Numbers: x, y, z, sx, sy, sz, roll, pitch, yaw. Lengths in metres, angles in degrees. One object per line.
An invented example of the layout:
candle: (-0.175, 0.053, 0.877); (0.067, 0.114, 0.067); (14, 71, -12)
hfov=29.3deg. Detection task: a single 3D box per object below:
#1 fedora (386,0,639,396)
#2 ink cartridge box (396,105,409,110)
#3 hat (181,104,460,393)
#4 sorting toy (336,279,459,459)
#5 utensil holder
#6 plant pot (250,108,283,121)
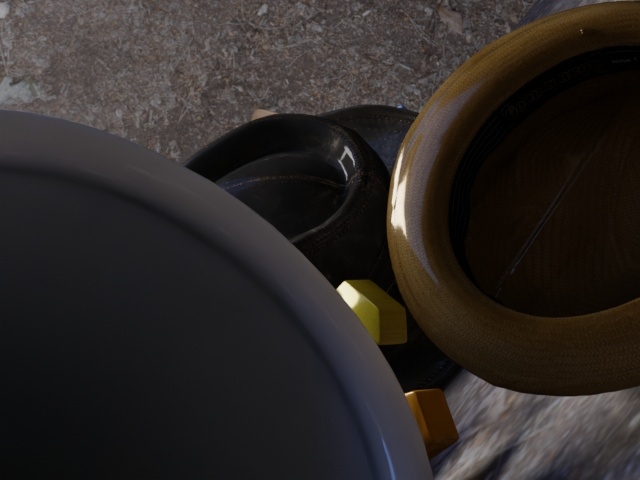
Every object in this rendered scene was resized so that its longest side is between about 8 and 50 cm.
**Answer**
fedora: (0.125, -0.012, 0.536); (0.194, 0.194, 0.079); (-49, -34, -8)
ink cartridge box: (0.096, -0.046, 1.141); (0.086, 0.148, 0.203); (-50, 3, 4)
hat: (-0.039, -0.001, 0.894); (0.331, 0.331, 0.134); (-49, -40, -7)
sorting toy: (-0.042, 0.114, 0.744); (0.041, 0.229, 0.307); (-1, -30, -34)
utensil holder: (-0.181, 0.181, 0.606); (0.385, 0.327, 0.327); (-50, 2, 40)
plant pot: (0.000, 0.000, 1.423); (0.263, 0.263, 0.229); (-112, 45, -87)
